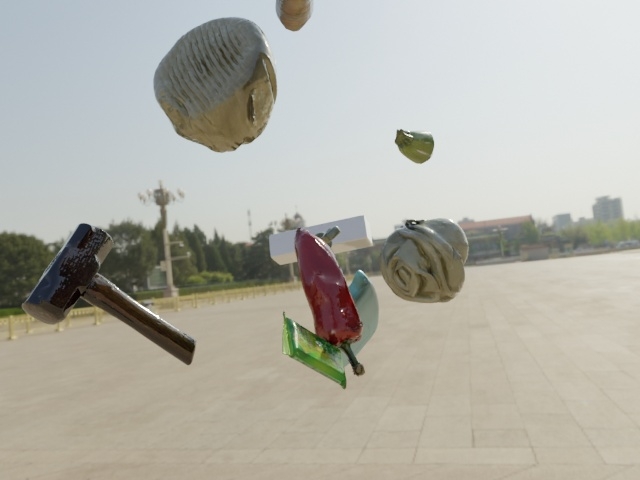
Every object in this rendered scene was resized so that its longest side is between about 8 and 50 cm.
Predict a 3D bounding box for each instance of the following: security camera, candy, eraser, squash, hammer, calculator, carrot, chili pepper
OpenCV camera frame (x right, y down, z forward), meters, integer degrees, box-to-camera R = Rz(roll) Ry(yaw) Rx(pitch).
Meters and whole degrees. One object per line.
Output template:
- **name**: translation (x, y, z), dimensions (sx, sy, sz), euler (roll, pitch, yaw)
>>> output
- **security camera**: translation (0.019, -0.010, 1.335), dimensions (0.058, 0.058, 0.092), euler (-4, -20, -23)
- **candy**: translation (-0.013, 0.219, 1.033), dimensions (0.032, 0.102, 0.178), euler (-41, -57, 17)
- **eraser**: translation (0.000, 0.001, 1.565), dimensions (0.298, 0.076, 0.078), euler (-12, -24, 14)
- **squash**: translation (0.258, -0.287, 1.547), dimensions (0.132, 0.105, 0.105), euler (6, -10, -41)
- **hammer**: translation (-0.457, 0.161, 1.246), dimensions (0.409, 0.242, 0.095), euler (39, -45, -20)
- **calculator**: translation (0.104, 0.277, 1.708), dimensions (0.054, 0.256, 0.386), euler (32, -25, 29)
- **carrot**: translation (-0.071, -0.678, 1.443), dimensions (0.114, 0.114, 0.302), euler (-5, 1, -4)
- **chili pepper**: translation (0.017, 0.127, 1.172), dimensions (0.110, 0.387, 0.110), euler (-16, -26, -8)

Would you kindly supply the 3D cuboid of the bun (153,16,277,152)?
- **bun**: translation (-0.120, -0.184, 0.657), dimensions (0.166, 0.173, 0.113), euler (-8, -27, 21)

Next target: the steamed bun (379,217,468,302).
- **steamed bun**: translation (0.229, 0.055, 1.234), dimensions (0.218, 0.211, 0.144), euler (0, 13, 37)
